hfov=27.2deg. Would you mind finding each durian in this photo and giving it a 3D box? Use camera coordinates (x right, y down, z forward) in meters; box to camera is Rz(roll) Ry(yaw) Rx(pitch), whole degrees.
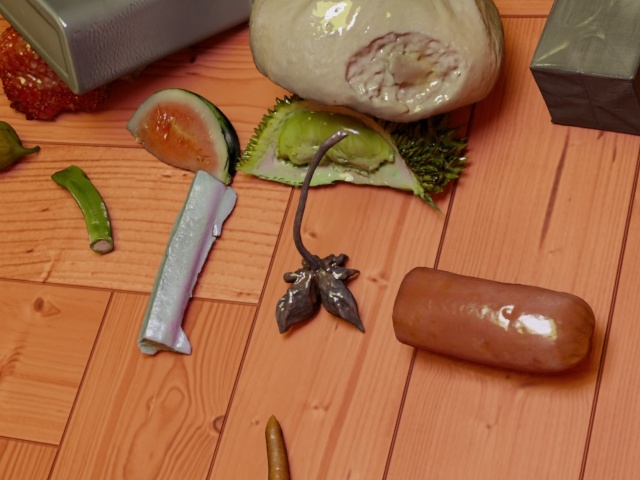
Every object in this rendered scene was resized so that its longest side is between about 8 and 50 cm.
[{"bbox_3d":[0.052,-0.148,1.924,0.352,0.158,0.169,9,102,27],"label":"durian"}]

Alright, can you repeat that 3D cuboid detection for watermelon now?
[{"bbox_3d":[-0.210,-0.170,2.065,0.245,0.063,0.119,29,91,32],"label":"watermelon"}]

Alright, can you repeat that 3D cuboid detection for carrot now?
[{"bbox_3d":[-0.055,0.317,1.741,0.037,0.037,0.190,-13,55,17],"label":"carrot"}]

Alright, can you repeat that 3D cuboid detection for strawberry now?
[{"bbox_3d":[-0.465,-0.292,2.181,0.236,0.107,0.175,-11,75,30],"label":"strawberry"}]

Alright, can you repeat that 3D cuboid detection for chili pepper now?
[{"bbox_3d":[-0.368,-0.060,2.077,0.052,0.050,0.201,-12,48,-27],"label":"chili pepper"}]

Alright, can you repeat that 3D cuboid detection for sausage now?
[{"bbox_3d":[0.224,0.105,1.688,0.259,0.113,0.113,11,68,29],"label":"sausage"}]

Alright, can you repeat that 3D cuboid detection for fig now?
[{"bbox_3d":[-0.522,-0.152,2.177,0.098,0.084,0.082,13,104,22],"label":"fig"}]

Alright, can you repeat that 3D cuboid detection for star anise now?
[{"bbox_3d":[0.000,0.000,1.787,0.218,0.227,0.148,-44,48,-18],"label":"star anise"}]

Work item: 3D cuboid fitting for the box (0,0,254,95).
[{"bbox_3d":[-0.325,-0.431,2.111,0.344,0.177,0.352,-29,53,-22],"label":"box"}]

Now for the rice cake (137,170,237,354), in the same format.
[{"bbox_3d":[-0.195,0.035,1.950,0.081,0.051,0.290,17,68,-6],"label":"rice cake"}]

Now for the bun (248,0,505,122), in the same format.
[{"bbox_3d":[0.082,-0.319,1.840,0.365,0.202,0.364,7,29,-4],"label":"bun"}]

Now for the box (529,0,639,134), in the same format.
[{"bbox_3d":[0.403,-0.281,1.797,0.155,0.149,0.231,13,69,30],"label":"box"}]

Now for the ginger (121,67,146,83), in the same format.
[{"bbox_3d":[-0.354,-0.310,2.208,0.173,0.051,0.069,20,86,38],"label":"ginger"}]
